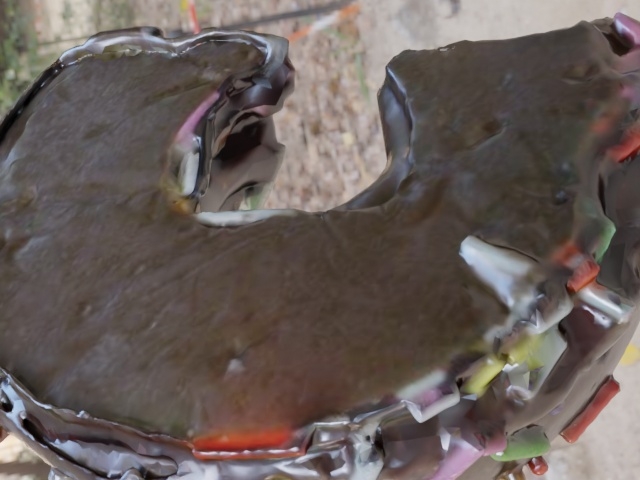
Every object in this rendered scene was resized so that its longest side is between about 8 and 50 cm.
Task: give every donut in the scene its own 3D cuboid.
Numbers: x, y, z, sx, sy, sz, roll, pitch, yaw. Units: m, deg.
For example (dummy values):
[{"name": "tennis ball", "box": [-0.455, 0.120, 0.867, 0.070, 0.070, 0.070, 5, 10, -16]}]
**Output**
[{"name": "donut", "box": [-0.009, 0.019, 0.536, 0.136, 0.345, 0.259, 63, -149, -47]}]
